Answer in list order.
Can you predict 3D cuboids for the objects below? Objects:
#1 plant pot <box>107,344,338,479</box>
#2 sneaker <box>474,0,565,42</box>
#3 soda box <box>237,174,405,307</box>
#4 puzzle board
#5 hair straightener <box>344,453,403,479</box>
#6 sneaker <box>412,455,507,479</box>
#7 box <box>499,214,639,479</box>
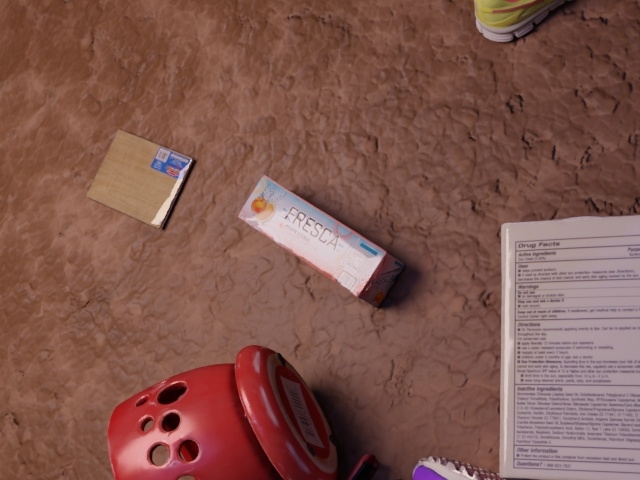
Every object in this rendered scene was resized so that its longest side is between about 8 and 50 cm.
[{"bbox_3d":[-0.091,0.209,0.970,0.174,0.191,0.191,-31,65,12],"label":"plant pot"},{"bbox_3d":[0.246,-0.296,1.011,0.208,0.094,0.081,-40,61,8],"label":"sneaker"},{"bbox_3d":[0.000,0.000,1.058,0.183,0.063,0.058,34,91,28],"label":"soda box"},{"bbox_3d":[-0.226,-0.077,1.217,0.128,0.011,0.096,22,84,28],"label":"puzzle board"},{"bbox_3d":[0.010,0.323,0.944,0.089,0.047,0.230,33,75,31],"label":"hair straightener"},{"bbox_3d":[0.182,0.314,0.860,0.293,0.102,0.146,32,91,29],"label":"sneaker"},{"bbox_3d":[0.248,0.105,0.876,0.149,0.127,0.232,-3,74,25],"label":"box"}]
